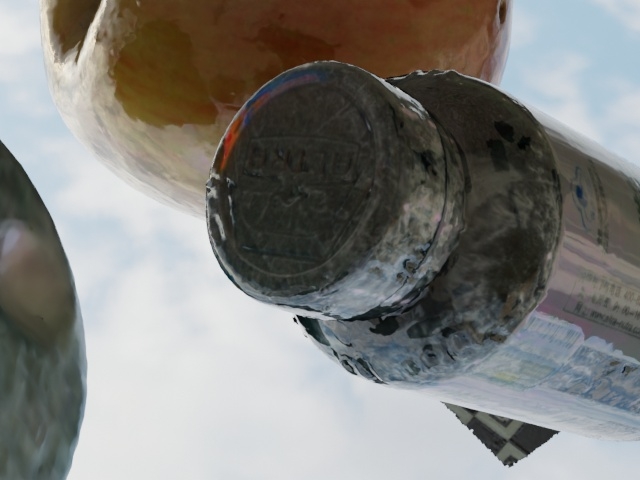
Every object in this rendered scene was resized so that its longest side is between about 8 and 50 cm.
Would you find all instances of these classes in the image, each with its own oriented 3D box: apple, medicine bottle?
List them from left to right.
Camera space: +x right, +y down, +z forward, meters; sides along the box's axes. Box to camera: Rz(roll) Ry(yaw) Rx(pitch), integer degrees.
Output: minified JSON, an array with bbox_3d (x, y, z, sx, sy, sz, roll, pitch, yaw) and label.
[{"bbox_3d":[-0.050,-0.190,1.259,0.347,0.391,0.391,-1,-140,-29],"label":"apple"},{"bbox_3d":[0.079,0.009,0.686,0.293,0.141,0.141,19,-155,-49],"label":"medicine bottle"}]

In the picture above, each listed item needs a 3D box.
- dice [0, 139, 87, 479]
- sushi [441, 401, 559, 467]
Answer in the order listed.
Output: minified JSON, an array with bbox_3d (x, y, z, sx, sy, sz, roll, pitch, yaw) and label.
[{"bbox_3d":[-0.363,0.071,0.915,0.330,0.328,0.348,-19,-145,19],"label":"dice"},{"bbox_3d":[0.185,0.095,1.349,0.193,0.210,0.040,45,-160,-5],"label":"sushi"}]
